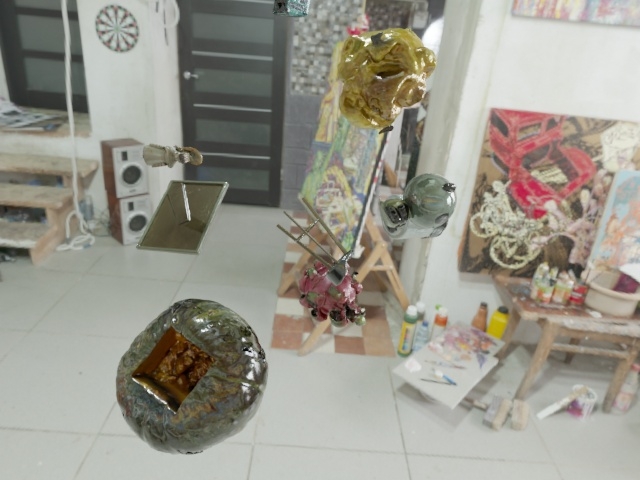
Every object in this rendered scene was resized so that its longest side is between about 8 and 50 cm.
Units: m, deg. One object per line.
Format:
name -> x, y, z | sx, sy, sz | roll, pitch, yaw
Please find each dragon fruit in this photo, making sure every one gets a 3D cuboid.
dragon fruit -> 0.040, 0.189, 1.553 | 0.219, 0.198, 0.272 | 0, 57, -25

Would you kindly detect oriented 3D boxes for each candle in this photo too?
candle -> 0.416, -0.111, 2.197 | 0.343, 0.221, 0.221 | -5, 26, -26

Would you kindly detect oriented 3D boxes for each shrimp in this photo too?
shrimp -> -0.459, -0.307, 1.640 | 0.108, 0.059, 0.023 | 39, 31, -19

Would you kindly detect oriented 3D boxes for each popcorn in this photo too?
popcorn -> 0.194, -0.504, 1.398 | 0.298, 0.281, 0.315 | -7, 64, 18

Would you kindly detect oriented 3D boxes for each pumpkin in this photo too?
pumpkin -> -0.265, 0.282, 0.980 | 0.321, 0.192, 0.320 | -4, 67, 10

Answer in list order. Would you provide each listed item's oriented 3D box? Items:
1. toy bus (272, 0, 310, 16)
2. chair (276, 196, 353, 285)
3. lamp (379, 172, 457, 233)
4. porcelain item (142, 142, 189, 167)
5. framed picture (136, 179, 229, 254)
toy bus -> -0.067, -0.668, 1.229 | 0.092, 0.160, 0.079 | 0, 20, -37
chair -> -0.001, 0.001, 1.153 | 0.095, 0.104, 0.221 | -41, 87, -19
lamp -> 0.322, -0.115, 1.526 | 0.244, 0.197, 0.197 | -24, 29, -2
porcelain item -> -0.525, -0.291, 1.615 | 0.213, 0.084, 0.054 | 9, 25, 34
framed picture -> -0.505, -0.094, 1.738 | 0.248, 0.022, 0.334 | 4, 54, 14
